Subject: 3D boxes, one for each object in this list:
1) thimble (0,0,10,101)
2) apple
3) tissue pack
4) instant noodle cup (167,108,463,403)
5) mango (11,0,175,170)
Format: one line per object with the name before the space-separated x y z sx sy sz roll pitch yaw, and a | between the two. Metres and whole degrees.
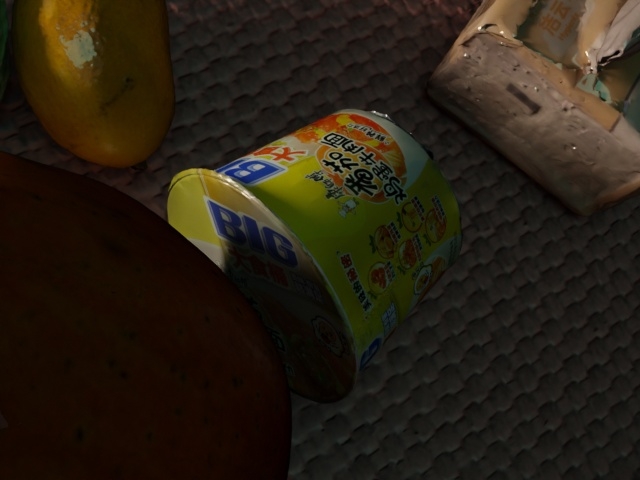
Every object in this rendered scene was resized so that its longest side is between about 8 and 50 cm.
thimble | -0.338 -0.149 0.605 0.219 0.150 0.219 4 75 -16
apple | -0.173 0.131 0.501 0.295 0.365 0.328 -23 44 12
tissue pack | 0.281 -0.218 0.766 0.238 0.238 0.305 38 69 -4
instant noodle cup | 0.000 0.000 0.653 0.153 0.205 0.205 -38 89 -32
mango | -0.174 -0.169 0.664 0.109 0.147 0.227 -15 75 24
